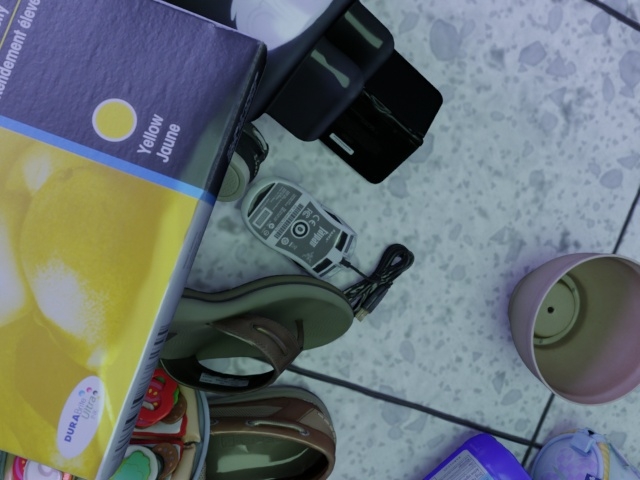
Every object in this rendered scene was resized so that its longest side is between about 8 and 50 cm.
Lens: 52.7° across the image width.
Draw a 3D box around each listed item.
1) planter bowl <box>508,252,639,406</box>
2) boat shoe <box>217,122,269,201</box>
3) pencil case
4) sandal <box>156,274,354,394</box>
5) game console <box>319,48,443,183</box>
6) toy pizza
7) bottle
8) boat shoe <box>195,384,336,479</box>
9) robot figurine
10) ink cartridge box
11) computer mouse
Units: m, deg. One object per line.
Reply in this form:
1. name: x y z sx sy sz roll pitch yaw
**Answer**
1. planter bowl: 0.275 0.086 0.712 0.162 0.109 0.162 -2 99 -14
2. boat shoe: -0.152 -0.134 0.603 0.233 0.084 0.079 38 50 -9
3. pencil case: 0.380 0.332 0.775 0.273 0.113 0.124 33 70 -16
4. sandal: -0.085 0.098 0.576 0.303 0.086 0.120 0 142 -47
5. game console: 0.051 -0.140 0.673 0.122 0.071 0.107 39 118 -15
6. toy pizza: -0.200 0.178 0.585 0.201 0.032 0.201 -5 60 8
7. bottle: 0.118 0.345 0.722 0.283 0.092 0.118 -38 101 -5
8. boat shoe: -0.138 0.219 0.627 0.325 0.116 0.123 -12 101 -12
9. robot figurine: -0.076 -0.211 0.543 0.278 0.209 0.173 40 108 -8
10. ink cartridge box: -0.228 -0.041 0.423 0.307 0.072 0.303 19 89 -5
11. computer mouse: 0.000 0.000 0.669 0.193 0.042 0.106 39 93 -22
